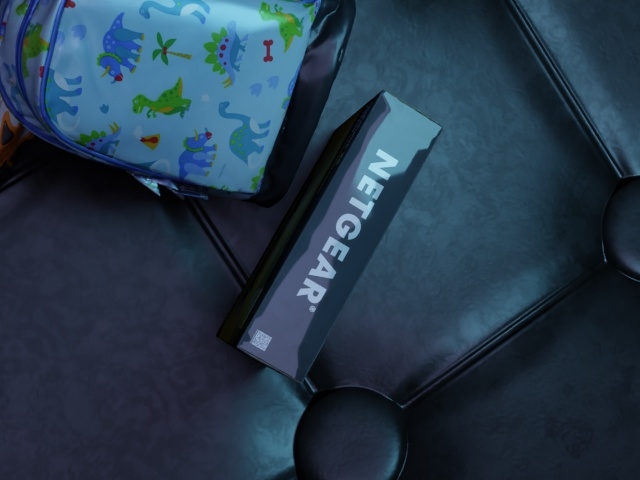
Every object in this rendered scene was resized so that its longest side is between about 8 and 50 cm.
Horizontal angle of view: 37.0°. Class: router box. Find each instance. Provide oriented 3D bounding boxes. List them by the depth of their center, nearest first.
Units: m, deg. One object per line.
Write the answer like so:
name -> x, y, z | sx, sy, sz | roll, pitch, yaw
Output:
router box -> 0.000, 0.000, 1.082 | 0.081, 0.243, 0.309 | 31, 81, -8

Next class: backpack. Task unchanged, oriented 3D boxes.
backpack -> -0.166, -0.190, 1.019 | 0.355, 0.273, 0.290 | 19, 109, -14

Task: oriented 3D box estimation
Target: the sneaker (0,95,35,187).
sneaker -> -0.409, -0.121, 1.096 | 0.121, 0.099, 0.262 | 33, 77, 5
